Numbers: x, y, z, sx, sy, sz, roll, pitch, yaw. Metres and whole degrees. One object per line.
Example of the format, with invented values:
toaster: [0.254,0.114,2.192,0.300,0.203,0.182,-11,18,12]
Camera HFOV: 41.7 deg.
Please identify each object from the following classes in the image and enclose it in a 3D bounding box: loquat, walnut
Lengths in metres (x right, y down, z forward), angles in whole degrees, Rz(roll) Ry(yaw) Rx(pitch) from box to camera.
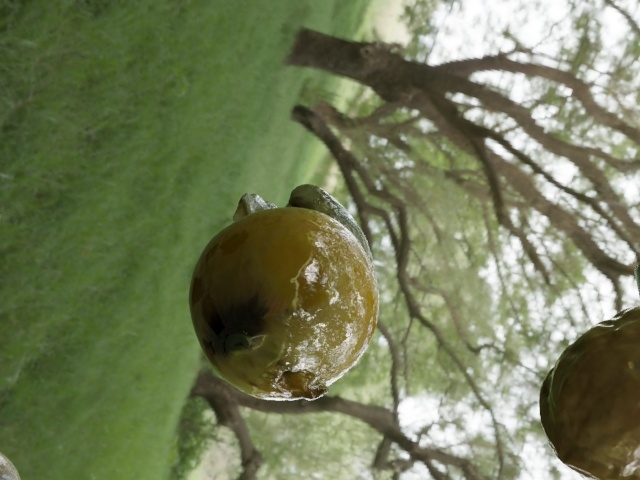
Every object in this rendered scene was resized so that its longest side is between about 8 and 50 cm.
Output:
loquat: [-0.029,0.046,0.645,0.163,0.137,0.163,-24,-118,56]
walnut: [0.537,0.277,1.437,0.343,0.306,0.306,-31,167,-20]

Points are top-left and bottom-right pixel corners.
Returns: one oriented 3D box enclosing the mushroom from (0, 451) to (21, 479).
mushroom: [-0.427,0.343,0.984,0.204,0.204,0.204,-163,-90,-87]

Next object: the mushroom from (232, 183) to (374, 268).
mushroom: [0.008,0.002,1.509,0.217,0.292,0.212,-18,148,-54]

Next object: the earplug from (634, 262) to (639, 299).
earplug: [0.477,0.234,0.908,0.215,0.215,0.456,119,-30,-76]
